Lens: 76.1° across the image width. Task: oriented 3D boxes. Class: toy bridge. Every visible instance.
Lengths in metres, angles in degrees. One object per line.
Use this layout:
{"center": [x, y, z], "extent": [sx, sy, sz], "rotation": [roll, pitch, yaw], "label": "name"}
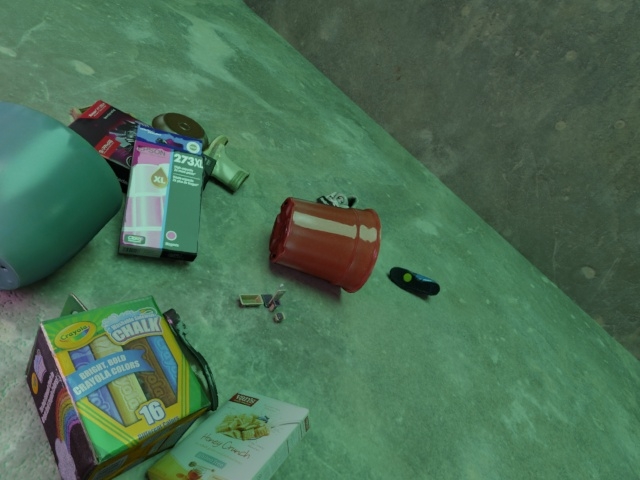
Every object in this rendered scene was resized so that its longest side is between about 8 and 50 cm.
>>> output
{"center": [-0.666, -0.390, 1.250], "extent": [0.188, 0.026, 0.063], "rotation": [-13, 56, -50], "label": "toy bridge"}

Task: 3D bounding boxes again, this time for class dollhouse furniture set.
{"center": [-0.140, 0.154, 1.050], "extent": [0.114, 0.081, 0.091], "rotation": [6, 45, -40], "label": "dollhouse furniture set"}

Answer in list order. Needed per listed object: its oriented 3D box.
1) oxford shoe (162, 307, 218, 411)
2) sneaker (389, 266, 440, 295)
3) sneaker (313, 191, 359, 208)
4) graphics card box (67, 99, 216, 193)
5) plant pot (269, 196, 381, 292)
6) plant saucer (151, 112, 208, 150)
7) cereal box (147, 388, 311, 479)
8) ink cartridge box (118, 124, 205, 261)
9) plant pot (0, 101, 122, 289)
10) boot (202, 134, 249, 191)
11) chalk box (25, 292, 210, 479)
{"center": [-0.284, 0.252, 0.813], "extent": [0.096, 0.082, 0.227], "rotation": [-27, 66, -37], "label": "oxford shoe"}
{"center": [0.350, 0.153, 1.558], "extent": [0.209, 0.069, 0.082], "rotation": [21, 3, -10], "label": "sneaker"}
{"center": [0.020, -0.115, 1.479], "extent": [0.122, 0.146, 0.331], "rotation": [50, 36, 15], "label": "sneaker"}
{"center": [-0.501, -0.226, 1.149], "extent": [0.371, 0.094, 0.232], "rotation": [28, 36, -18], "label": "graphics card box"}
{"center": [0.000, 0.000, 1.234], "extent": [0.265, 0.272, 0.272], "rotation": [15, 39, -20], "label": "plant pot"}
{"center": [-0.478, -0.385, 1.419], "extent": [0.199, 0.036, 0.198], "rotation": [26, 34, -20], "label": "plant saucer"}
{"center": [-0.151, 0.367, 0.726], "extent": [0.173, 0.047, 0.240], "rotation": [4, 19, 30], "label": "cereal box"}
{"center": [-0.393, -0.135, 1.040], "extent": [0.176, 0.069, 0.370], "rotation": [9, 63, -27], "label": "ink cartridge box"}
{"center": [-0.556, -0.056, 0.733], "extent": [0.293, 0.293, 0.235], "rotation": [28, 48, -16], "label": "plant pot"}
{"center": [-0.315, -0.263, 1.392], "extent": [0.165, 0.077, 0.213], "rotation": [30, 39, -12], "label": "boot"}
{"center": [-0.352, 0.220, 0.677], "extent": [0.179, 0.180, 0.289], "rotation": [-10, 58, -49], "label": "chalk box"}
